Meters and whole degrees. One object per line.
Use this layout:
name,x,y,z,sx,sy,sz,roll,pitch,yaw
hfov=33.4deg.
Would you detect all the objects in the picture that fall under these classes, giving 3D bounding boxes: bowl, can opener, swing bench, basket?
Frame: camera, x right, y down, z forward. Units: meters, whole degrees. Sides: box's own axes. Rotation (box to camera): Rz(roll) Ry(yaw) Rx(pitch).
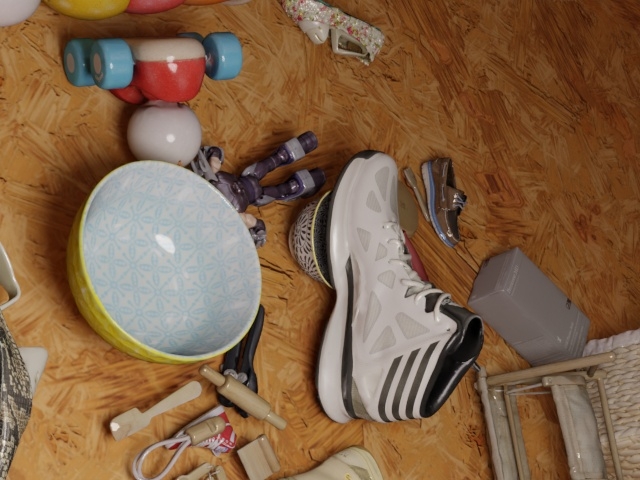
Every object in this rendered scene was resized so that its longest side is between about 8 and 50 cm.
bowl,-0.242,0.050,1.476,0.289,0.156,0.289,22,55,-35
can opener,-0.120,0.173,1.609,0.059,0.073,0.186,3,55,1
bowl,0.000,0.000,1.770,0.170,0.080,0.170,5,84,-57
swing bench,0.416,0.351,1.901,0.165,0.254,0.253,70,12,-68
basket,0.700,0.357,2.080,0.328,0.331,0.266,39,52,-20

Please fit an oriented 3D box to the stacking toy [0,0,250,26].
stacking toy,-0.331,-0.440,1.612,0.480,0.350,0.350,-37,95,-29

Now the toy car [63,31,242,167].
toy car,-0.250,-0.192,1.619,0.219,0.210,0.238,-10,104,-32

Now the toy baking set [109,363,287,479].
toy baking set,-0.157,0.275,1.467,0.256,0.030,0.197,44,64,-24

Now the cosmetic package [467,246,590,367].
cosmetic package,0.408,0.140,2.079,0.238,0.107,0.127,43,48,-22

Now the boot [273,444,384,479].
boot,0.035,0.449,1.564,0.203,0.095,0.262,-10,74,-46

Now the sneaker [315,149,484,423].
sneaker,0.147,0.069,1.683,0.169,0.257,0.447,22,69,-56

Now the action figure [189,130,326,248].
action figure,-0.111,-0.083,1.722,0.285,0.099,0.185,-24,93,-43

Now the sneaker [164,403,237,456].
sneaker,-0.164,0.284,1.506,0.118,0.042,0.067,-27,84,-49

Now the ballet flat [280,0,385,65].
ballet flat,0.025,-0.401,2.030,0.241,0.091,0.077,17,80,-32

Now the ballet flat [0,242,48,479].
ballet flat,-0.430,0.092,1.293,0.182,0.164,0.483,0,66,-60

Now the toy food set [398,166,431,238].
toy food set,0.137,-0.063,1.988,0.192,0.038,0.132,-23,90,-58

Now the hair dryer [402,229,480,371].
hair dryer,0.188,0.110,1.807,0.080,0.223,0.293,-21,71,-22

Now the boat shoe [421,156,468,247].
boat shoe,0.246,-0.078,2.060,0.066,0.066,0.183,15,58,-57
